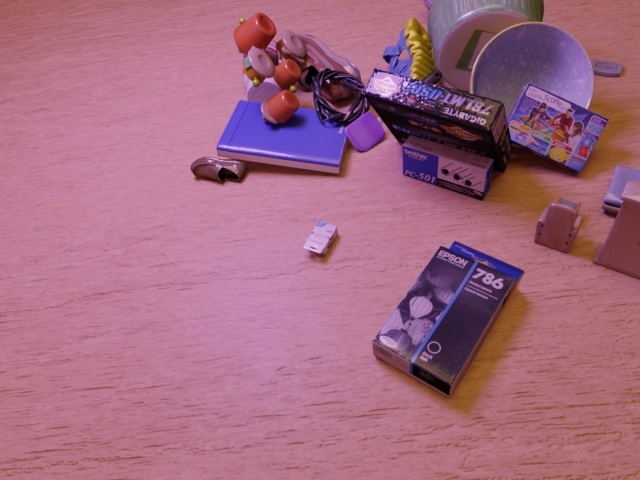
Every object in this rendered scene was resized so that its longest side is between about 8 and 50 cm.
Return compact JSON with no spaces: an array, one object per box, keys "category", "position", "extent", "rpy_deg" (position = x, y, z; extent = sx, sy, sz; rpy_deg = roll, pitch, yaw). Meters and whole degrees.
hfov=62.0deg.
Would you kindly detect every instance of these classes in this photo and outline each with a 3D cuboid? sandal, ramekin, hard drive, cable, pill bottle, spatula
[{"category":"sandal","position":[0.252,-0.477,1.514],"extent":[0.138,0.126,0.318],"rpy_deg":[-27,48,37]},{"category":"ramekin","position":[0.437,-0.538,1.407],"extent":[0.303,0.303,0.148],"rpy_deg":[0,58,9]},{"category":"hard drive","position":[-0.089,-0.279,1.406],"extent":[0.318,0.040,0.210],"rpy_deg":[9,50,7]},{"category":"cable","position":[0.052,-0.393,1.421],"extent":[0.150,0.047,0.185],"rpy_deg":[-10,64,-3]},{"category":"pill bottle","position":[-0.169,-0.497,1.575],"extent":[0.121,0.121,0.221],"rpy_deg":[-8,53,3]},{"category":"spatula","position":[0.198,-0.344,1.383],"extent":[0.296,0.084,0.030],"rpy_deg":[-38,11,3]}]

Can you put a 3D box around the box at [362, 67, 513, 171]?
[{"category":"box","position":[0.277,-0.265,1.211],"extent":[0.295,0.293,0.073],"rpy_deg":[24,89,25]}]

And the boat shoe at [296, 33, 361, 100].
[{"category":"boat shoe","position":[-0.022,-0.509,1.568],"extent":[0.116,0.123,0.324],"rpy_deg":[-37,53,-18]}]

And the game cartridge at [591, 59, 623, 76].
[{"category":"game cartridge","position":[0.789,-0.477,1.475],"extent":[0.083,0.017,0.056],"rpy_deg":[19,52,23]}]

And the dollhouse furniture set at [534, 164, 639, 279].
[{"category":"dollhouse furniture set","position":[0.639,-0.112,1.076],"extent":[0.286,0.198,0.303],"rpy_deg":[23,57,25]}]

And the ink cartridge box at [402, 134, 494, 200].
[{"category":"ink cartridge box","position":[0.293,-0.171,1.247],"extent":[0.207,0.097,0.046],"rpy_deg":[23,58,26]}]

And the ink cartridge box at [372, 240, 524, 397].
[{"category":"ink cartridge box","position":[0.256,0.122,1.032],"extent":[0.165,0.065,0.333],"rpy_deg":[25,57,27]}]

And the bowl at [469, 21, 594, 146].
[{"category":"bowl","position":[0.501,-0.373,1.322],"extent":[0.289,0.290,0.156],"rpy_deg":[-6,7,5]}]

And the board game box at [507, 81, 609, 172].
[{"category":"board game box","position":[0.537,-0.260,1.231],"extent":[0.201,0.035,0.136],"rpy_deg":[27,97,3]}]

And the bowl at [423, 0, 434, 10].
[{"category":"bowl","position":[0.412,-0.770,1.719],"extent":[0.170,0.170,0.080],"rpy_deg":[-7,93,3]}]

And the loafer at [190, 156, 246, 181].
[{"category":"loafer","position":[-0.266,-0.182,1.373],"extent":[0.147,0.056,0.050],"rpy_deg":[-2,44,8]}]

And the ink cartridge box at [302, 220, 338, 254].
[{"category":"ink cartridge box","position":[0.000,0.000,1.196],"extent":[0.048,0.028,0.083],"rpy_deg":[17,55,22]}]

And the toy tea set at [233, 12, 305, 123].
[{"category":"toy tea set","position":[-0.149,-0.456,1.436],"extent":[0.124,0.200,0.336],"rpy_deg":[-29,47,38]}]
